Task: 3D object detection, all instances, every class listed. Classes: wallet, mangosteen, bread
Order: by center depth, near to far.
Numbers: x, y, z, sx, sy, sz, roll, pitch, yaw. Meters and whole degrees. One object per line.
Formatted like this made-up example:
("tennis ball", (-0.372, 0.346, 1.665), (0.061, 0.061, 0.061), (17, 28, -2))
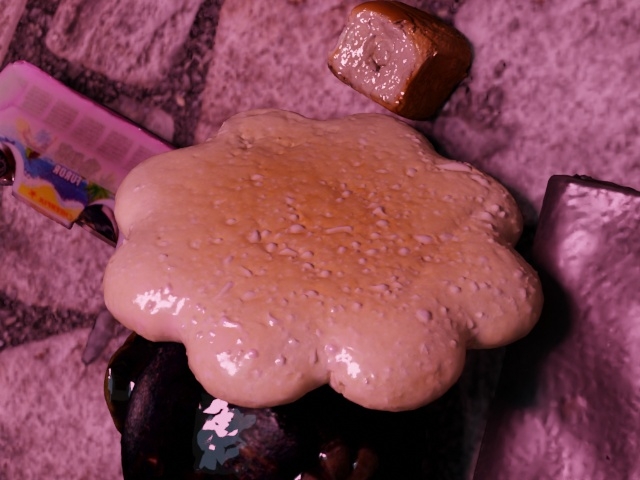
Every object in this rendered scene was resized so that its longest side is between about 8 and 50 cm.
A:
("wallet", (0.194, 0.122, 1.059), (0.170, 0.044, 0.321), (15, 92, 35))
("bread", (0.000, 0.000, 1.066), (0.316, 0.316, 0.054), (33, 136, 31))
("mangosteen", (-0.046, 0.143, 1.111), (0.243, 0.243, 0.243), (-5, 80, 31))
("bread", (0.059, -0.138, 1.164), (0.083, 0.070, 0.076), (37, 103, 28))

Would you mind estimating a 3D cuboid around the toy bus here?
("toy bus", (-0.186, -0.053, 1.292), (0.274, 0.090, 0.112), (30, 92, 32))
